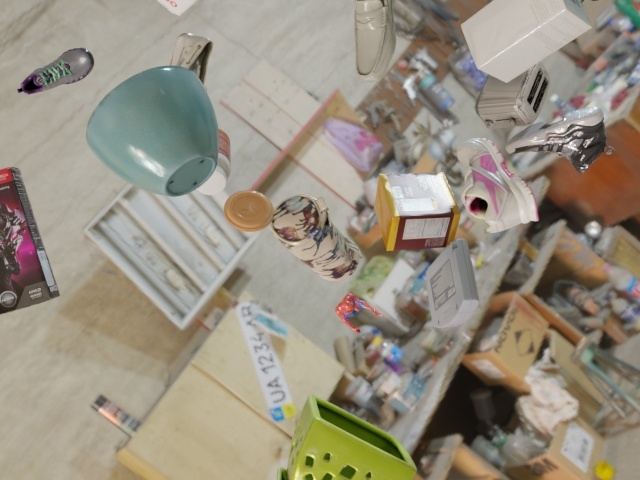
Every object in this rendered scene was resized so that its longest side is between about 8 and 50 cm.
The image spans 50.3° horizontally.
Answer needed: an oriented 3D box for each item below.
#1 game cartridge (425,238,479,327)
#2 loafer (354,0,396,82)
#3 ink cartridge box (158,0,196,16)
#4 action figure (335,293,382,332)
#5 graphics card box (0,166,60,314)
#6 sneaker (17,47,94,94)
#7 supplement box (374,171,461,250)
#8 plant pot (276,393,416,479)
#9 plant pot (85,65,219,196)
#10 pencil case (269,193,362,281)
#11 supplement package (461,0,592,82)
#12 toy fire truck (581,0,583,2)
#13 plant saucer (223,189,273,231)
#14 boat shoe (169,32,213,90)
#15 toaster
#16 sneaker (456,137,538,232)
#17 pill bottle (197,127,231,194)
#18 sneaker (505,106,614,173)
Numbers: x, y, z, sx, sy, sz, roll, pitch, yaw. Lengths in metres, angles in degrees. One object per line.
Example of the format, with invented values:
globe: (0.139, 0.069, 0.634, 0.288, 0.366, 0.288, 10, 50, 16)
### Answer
game cartridge: (0.361, 0.136, 1.888, 0.062, 0.197, 0.297, -8, -18, -10)
loafer: (0.120, -0.541, 1.622, 0.112, 0.112, 0.319, 3, -89, -50)
ink cartridge box: (-0.352, -0.752, 1.745, 0.308, 0.223, 0.129, -17, 45, 47)
action figure: (0.117, 0.240, 2.170, 0.091, 0.139, 0.280, -50, -12, -6)
graphics card box: (-0.864, 0.012, 1.799, 0.233, 0.370, 0.094, -16, 4, -6)
sneaker: (-0.715, -0.447, 1.847, 0.224, 0.083, 0.098, -19, 25, 24)
supplement box: (0.271, -0.086, 1.942, 0.191, 0.194, 0.129, -101, 12, -45)
plant pot: (0.033, 0.467, 1.369, 0.207, 0.227, 0.228, -62, 2, -3)
plant pot: (-0.339, -0.213, 1.513, 0.290, 0.195, 0.290, -34, -18, -12)
pencil case: (0.000, 0.000, 2.169, 0.184, 0.159, 0.410, -16, -26, 15)
supplement package: (0.361, -0.379, 1.205, 0.105, 0.105, 0.179, 6, -29, -46)
toy fire truck: (0.516, -0.599, 1.280, 0.217, 0.158, 0.246, -22, -31, -9)
plant saucer: (-0.119, -0.051, 1.137, 0.083, 0.084, 0.013, -52, -13, -34)
boat shoe: (-0.335, -0.387, 1.723, 0.098, 0.096, 0.276, 12, -90, -66)
toaster: (0.547, -0.420, 1.919, 0.147, 0.129, 0.226, 10, 68, 44)
sneaker: (0.326, -0.112, 1.363, 0.111, 0.103, 0.252, -26, 43, 1)
pill bottle: (-0.321, -0.232, 1.985, 0.121, 0.121, 0.216, -49, 31, 28)
sneaker: (0.635, -0.244, 1.812, 0.269, 0.153, 0.101, -16, 22, 40)
